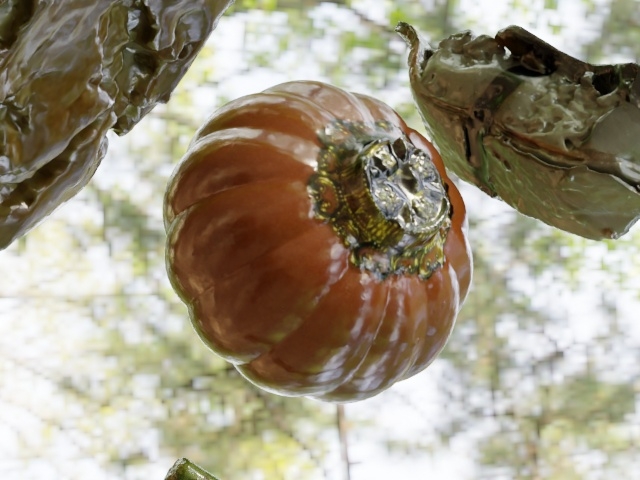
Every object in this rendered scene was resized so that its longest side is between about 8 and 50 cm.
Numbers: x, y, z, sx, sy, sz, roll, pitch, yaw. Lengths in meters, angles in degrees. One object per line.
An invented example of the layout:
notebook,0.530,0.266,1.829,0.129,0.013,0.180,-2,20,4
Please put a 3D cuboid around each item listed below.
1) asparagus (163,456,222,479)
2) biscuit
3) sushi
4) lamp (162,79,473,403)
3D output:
asparagus,0.011,0.203,1.248,0.025,0.248,0.024,-41,-156,56
biscuit,-0.082,-0.072,0.558,0.042,0.226,0.226,40,-58,17
sushi,0.141,-0.080,1.413,0.273,0.109,0.134,26,-25,24
lamp,0.000,0.000,1.300,0.196,0.223,0.223,-32,-114,46
